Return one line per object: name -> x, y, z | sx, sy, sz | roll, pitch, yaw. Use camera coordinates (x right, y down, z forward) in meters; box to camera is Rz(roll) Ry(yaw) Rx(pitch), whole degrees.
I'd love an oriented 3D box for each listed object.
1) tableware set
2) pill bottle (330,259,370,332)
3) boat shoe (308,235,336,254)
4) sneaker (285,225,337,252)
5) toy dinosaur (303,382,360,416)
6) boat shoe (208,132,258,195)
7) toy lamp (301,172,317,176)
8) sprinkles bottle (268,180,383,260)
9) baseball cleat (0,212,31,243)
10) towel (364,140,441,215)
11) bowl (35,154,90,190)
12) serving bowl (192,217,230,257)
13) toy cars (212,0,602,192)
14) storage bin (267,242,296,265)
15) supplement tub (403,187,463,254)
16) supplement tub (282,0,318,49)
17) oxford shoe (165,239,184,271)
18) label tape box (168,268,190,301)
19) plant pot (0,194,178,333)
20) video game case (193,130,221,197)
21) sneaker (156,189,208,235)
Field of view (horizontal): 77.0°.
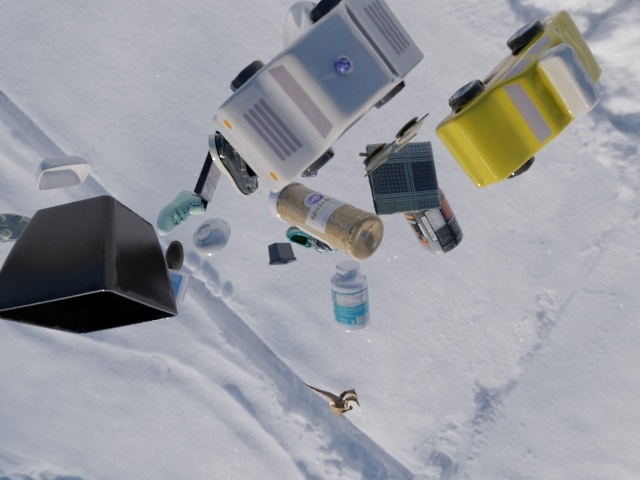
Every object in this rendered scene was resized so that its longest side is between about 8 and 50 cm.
tableware set -> 0.175, -0.246, 1.000 | 0.194, 0.128, 0.039 | -40, 84, -7
pill bottle -> 0.116, 0.214, 1.579 | 0.146, 0.146, 0.264 | -3, 112, 7
boat shoe -> 0.000, 0.000, 1.587 | 0.079, 0.254, 0.095 | -31, 109, 0
sneaker -> -0.039, 0.010, 1.957 | 0.275, 0.110, 0.107 | 14, 112, -5
toy dinosaur -> 0.046, 0.443, 1.104 | 0.112, 0.064, 0.212 | -23, 131, 2
boat shoe -> -0.232, -0.237, 1.257 | 0.113, 0.340, 0.127 | -12, 69, 6
toy lamp -> -0.147, -0.337, 1.806 | 0.274, 0.080, 0.080 | 12, 113, -1
sprinkles bottle -> 0.003, -0.064, 1.063 | 0.121, 0.355, 0.121 | -19, 121, -34
baseball cleat -> -0.793, -0.018, 0.959 | 0.109, 0.205, 0.072 | -26, 73, 51
towel -> 0.347, -0.267, 1.708 | 0.324, 0.056, 0.312 | -6, 84, -18
bowl -> -0.812, -0.218, 1.259 | 0.142, 0.142, 0.053 | -31, 85, 43
serving bowl -> -0.213, -0.010, 0.767 | 0.083, 0.083, 0.027 | -25, 142, 15
toy cars -> 0.108, -0.136, 0.350 | 0.393, 0.087, 0.177 | -3, 93, -17
storage bin -> -0.184, 0.061, 1.843 | 0.098, 0.135, 0.091 | -22, 76, 35
supplement tub -> 0.519, -0.115, 1.908 | 0.207, 0.207, 0.338 | -27, 112, 16
supplement tub -> 0.048, -0.741, 1.493 | 0.324, 0.235, 0.236 | -12, 116, -28
oxford shoe -> -0.654, 0.111, 1.767 | 0.082, 0.096, 0.227 | 11, 87, -10
label tape box -> -0.584, 0.135, 1.338 | 0.249, 0.347, 0.115 | 15, 82, -11
plant pot -> -0.355, 0.038, 0.633 | 0.187, 0.188, 0.167 | -12, 68, 6
video game case -> -0.436, -0.289, 1.632 | 0.035, 0.275, 0.248 | 20, 86, -7
sneaker -> -0.584, -0.121, 1.731 | 0.151, 0.256, 0.094 | 8, 142, 22
